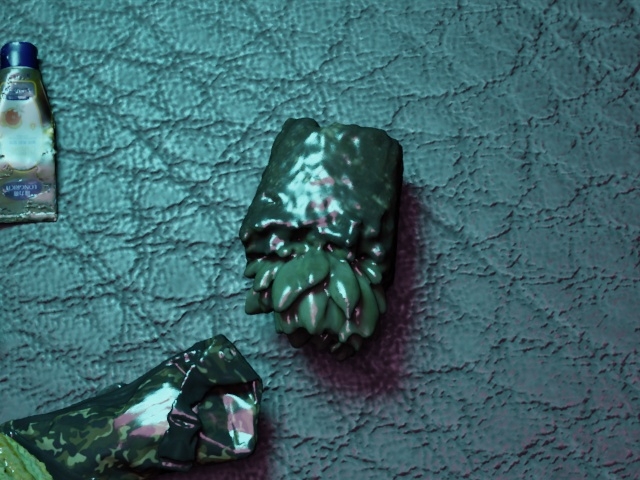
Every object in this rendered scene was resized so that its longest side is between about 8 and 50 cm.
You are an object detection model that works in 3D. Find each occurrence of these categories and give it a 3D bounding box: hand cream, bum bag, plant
[{"bbox_3d":[-0.269,-0.097,1.441,0.062,0.039,0.163,-2,77,-12],"label":"hand cream"},{"bbox_3d":[-0.161,0.165,1.346,0.248,0.069,0.102,-23,93,15],"label":"bum bag"},{"bbox_3d":[0.000,0.000,1.346,0.132,0.129,0.194,8,73,9],"label":"plant"}]

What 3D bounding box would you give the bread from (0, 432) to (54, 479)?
[{"bbox_3d":[-0.265,0.258,1.300,0.138,0.102,0.196,-45,72,15],"label":"bread"}]
